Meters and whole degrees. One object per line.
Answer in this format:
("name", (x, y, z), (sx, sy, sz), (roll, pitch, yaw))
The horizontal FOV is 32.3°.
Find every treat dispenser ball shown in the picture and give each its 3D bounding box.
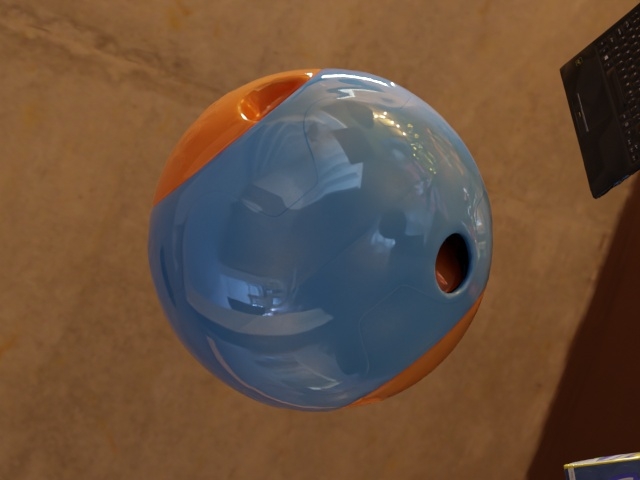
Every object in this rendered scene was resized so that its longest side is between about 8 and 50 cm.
("treat dispenser ball", (0.000, 0.000, 0.927), (0.288, 0.288, 0.288), (-21, -60, -40))

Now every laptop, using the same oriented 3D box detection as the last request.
("laptop", (0.362, -0.228, 1.310), (0.136, 0.264, 0.234), (24, -136, -30))

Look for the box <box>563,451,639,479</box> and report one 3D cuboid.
("box", (0.248, 0.161, 0.710), (0.054, 0.169, 0.059), (16, -116, -62))
